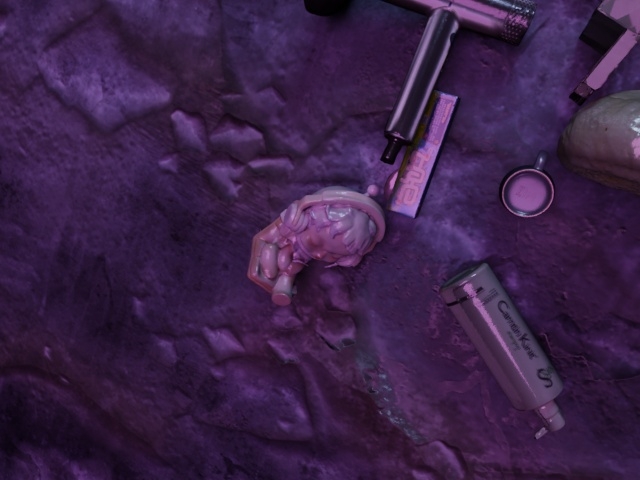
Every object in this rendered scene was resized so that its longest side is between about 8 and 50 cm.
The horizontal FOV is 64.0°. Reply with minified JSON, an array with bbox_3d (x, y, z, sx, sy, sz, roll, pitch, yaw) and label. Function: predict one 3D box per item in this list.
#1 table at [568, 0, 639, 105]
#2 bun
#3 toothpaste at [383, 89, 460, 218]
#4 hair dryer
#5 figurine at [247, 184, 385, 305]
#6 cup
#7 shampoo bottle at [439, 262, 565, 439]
[{"bbox_3d":[0.369,-0.265,0.640,0.062,0.146,0.175,40,108,10],"label":"table"},{"bbox_3d":[0.403,-0.118,0.629,0.195,0.195,0.118,24,99,16],"label":"bun"},{"bbox_3d":[0.149,-0.136,0.796,0.070,0.044,0.193,22,104,16],"label":"toothpaste"},{"bbox_3d":[0.097,-0.288,0.711,0.320,0.155,0.284,31,75,9],"label":"hair dryer"},{"bbox_3d":[0.000,-0.003,0.818,0.237,0.162,0.141,-28,45,20],"label":"figurine"},{"bbox_3d":[0.299,-0.080,0.730,0.078,0.077,0.100,21,104,17],"label":"cup"},{"bbox_3d":[0.282,0.163,0.765,0.085,0.085,0.262,-34,85,21],"label":"shampoo bottle"}]
